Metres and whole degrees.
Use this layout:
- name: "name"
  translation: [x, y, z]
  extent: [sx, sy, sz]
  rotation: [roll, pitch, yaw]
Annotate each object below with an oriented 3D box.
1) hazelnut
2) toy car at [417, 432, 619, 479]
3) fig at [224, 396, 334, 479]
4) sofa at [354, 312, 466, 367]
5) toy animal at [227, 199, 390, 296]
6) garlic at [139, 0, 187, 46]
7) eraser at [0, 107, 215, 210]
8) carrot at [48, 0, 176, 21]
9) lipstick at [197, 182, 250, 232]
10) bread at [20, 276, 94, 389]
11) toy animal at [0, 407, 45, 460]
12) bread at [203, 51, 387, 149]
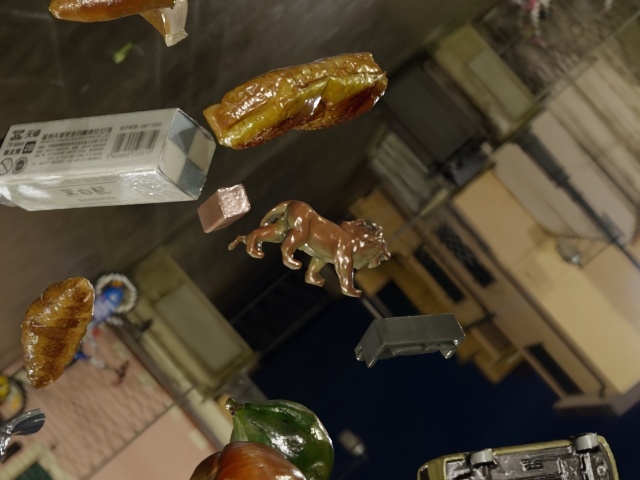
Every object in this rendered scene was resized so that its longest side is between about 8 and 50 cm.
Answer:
- name: "hazelnut"
  translation: [-0.101, 0.360, 1.513]
  extent: [0.182, 0.182, 0.182]
  rotation: [-41, 177, -3]
- name: "toy car"
  translation: [0.260, 0.320, 1.451]
  extent: [0.257, 0.101, 0.124]
  rotation: [-3, 164, -21]
- name: "fig"
  translation: [-0.092, 0.377, 2.024]
  extent: [0.195, 0.245, 0.195]
  rotation: [-22, -136, 23]
- name: "sofa"
  translation: [0.134, 0.158, 1.631]
  extent: [0.147, 0.060, 0.085]
  rotation: [-3, 143, -29]
- name: "toy animal"
  translation: [0.000, 0.000, 2.006]
  extent: [0.097, 0.312, 0.157]
  rotation: [-2, -114, 57]
- name: "garlic"
  translation: [-0.353, -0.487, 2.237]
  extent: [0.090, 0.198, 0.128]
  rotation: [-31, 143, -49]
- name: "eraser"
  translation: [-0.333, -0.104, 1.513]
  extent: [0.404, 0.096, 0.098]
  rotation: [-2, -118, 35]
- name: "carrot"
  translation: [-0.229, -0.264, 1.212]
  extent: [0.139, 0.048, 0.048]
  rotation: [-18, 169, -18]
- name: "lipstick"
  translation: [-0.144, -0.047, 1.625]
  extent: [0.045, 0.045, 0.145]
  rotation: [-15, 177, -19]
- name: "bread"
  translation: [-0.441, 0.142, 1.818]
  extent: [0.105, 0.076, 0.233]
  rotation: [10, 119, -32]
- name: "toy animal"
  translation: [-0.570, 0.328, 1.771]
  extent: [0.081, 0.206, 0.367]
  rotation: [-60, -170, 11]
- name: "bread"
  translation: [-0.018, -0.176, 1.355]
  extent: [0.139, 0.077, 0.271]
  rotation: [-24, 179, 31]
